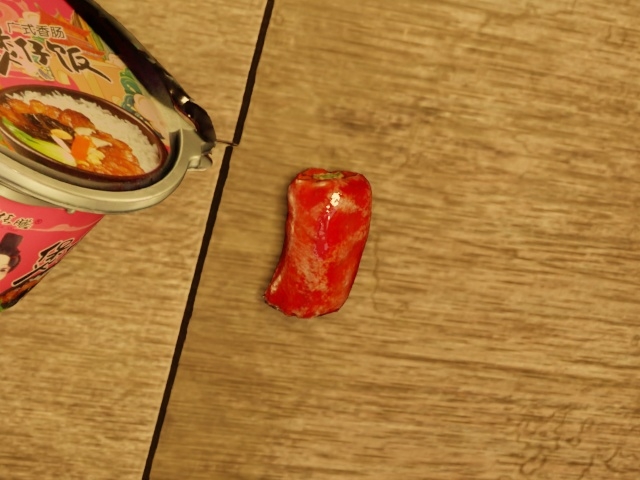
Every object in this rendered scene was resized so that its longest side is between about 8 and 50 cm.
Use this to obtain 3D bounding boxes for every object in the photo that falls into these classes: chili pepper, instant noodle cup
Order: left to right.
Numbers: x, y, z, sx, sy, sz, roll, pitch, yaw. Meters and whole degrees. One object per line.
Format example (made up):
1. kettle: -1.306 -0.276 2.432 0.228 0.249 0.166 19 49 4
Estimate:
1. instant noodle cup: -0.244 -0.063 1.292 0.302 0.258 0.181 26 122 -26
2. chili pepper: 0.000 0.000 1.482 0.073 0.070 0.123 10 117 -3
